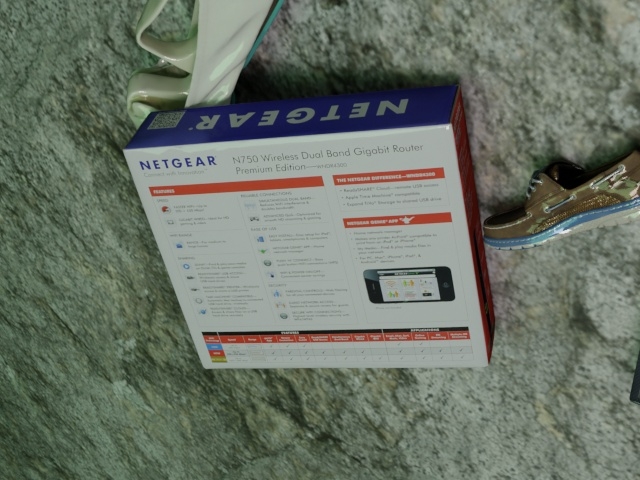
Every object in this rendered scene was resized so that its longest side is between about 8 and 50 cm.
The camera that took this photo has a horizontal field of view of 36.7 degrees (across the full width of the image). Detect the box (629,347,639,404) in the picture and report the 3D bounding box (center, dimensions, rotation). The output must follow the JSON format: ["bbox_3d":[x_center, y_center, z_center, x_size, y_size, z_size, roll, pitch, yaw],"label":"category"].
[{"bbox_3d":[0.393,0.081,0.872,0.183,0.059,0.232,19,131,26],"label":"box"}]

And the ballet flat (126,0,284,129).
[{"bbox_3d":[-0.140,-0.187,1.033,0.139,0.139,0.400,37,134,11],"label":"ballet flat"}]

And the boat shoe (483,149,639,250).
[{"bbox_3d":[0.231,-0.042,0.914,0.183,0.066,0.066,-17,104,34],"label":"boat shoe"}]

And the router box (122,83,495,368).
[{"bbox_3d":[0.000,0.000,1.017,0.336,0.082,0.301,-2,125,17],"label":"router box"}]
